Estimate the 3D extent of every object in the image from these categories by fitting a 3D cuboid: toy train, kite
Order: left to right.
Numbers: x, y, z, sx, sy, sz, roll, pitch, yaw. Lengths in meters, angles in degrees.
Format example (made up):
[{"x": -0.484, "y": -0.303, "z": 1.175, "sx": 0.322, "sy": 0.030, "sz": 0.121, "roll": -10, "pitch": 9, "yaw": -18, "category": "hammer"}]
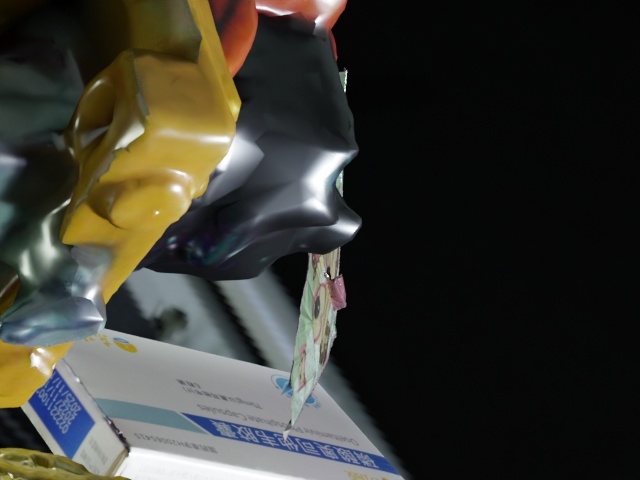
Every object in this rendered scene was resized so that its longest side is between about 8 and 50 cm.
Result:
[{"x": -0.096, "y": -0.130, "z": 0.644, "sx": 0.232, "sy": 0.163, "sz": 0.369, "roll": 3, "pitch": -125, "yaw": -34, "category": "toy train"}, {"x": -0.002, "y": 0.000, "z": 1.013, "sx": 0.012, "sy": 0.250, "sz": 0.229, "roll": 3, "pitch": -118, "yaw": 9, "category": "kite"}]

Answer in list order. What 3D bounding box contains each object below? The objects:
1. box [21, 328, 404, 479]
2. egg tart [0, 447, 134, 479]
[{"x": -0.088, "y": 0.169, "z": 1.595, "sx": 0.343, "sy": 0.065, "sz": 0.200, "roll": 18, "pitch": -160, "yaw": -42, "category": "box"}, {"x": -0.201, "y": 0.253, "z": 1.328, "sx": 0.295, "sy": 0.295, "sz": 0.116, "roll": 21, "pitch": -127, "yaw": -12, "category": "egg tart"}]
